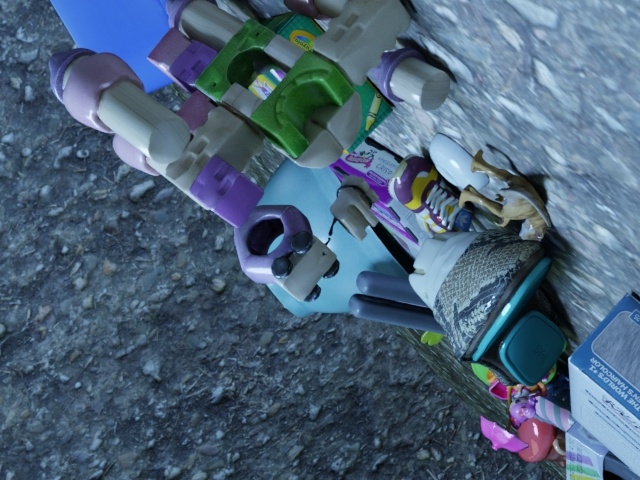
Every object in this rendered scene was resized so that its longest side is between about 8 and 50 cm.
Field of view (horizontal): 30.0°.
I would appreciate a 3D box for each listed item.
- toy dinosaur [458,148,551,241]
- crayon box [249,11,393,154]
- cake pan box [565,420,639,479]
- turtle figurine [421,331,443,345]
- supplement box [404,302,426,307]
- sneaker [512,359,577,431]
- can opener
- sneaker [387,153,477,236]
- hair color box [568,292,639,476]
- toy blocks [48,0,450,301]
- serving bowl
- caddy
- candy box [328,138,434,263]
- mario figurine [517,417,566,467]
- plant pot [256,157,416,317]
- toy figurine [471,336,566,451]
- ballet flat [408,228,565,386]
[{"bbox_3d":[0.201,-0.047,1.220,0.112,0.064,0.211,24,179,16],"label":"toy dinosaur"},{"bbox_3d":[-0.026,-0.201,1.525,0.165,0.081,0.278,45,175,-15],"label":"crayon box"},{"bbox_3d":[0.468,0.387,1.717,0.245,0.070,0.267,33,152,33],"label":"cake pan box"},{"bbox_3d":[0.196,0.121,2.427,0.269,0.087,0.217,54,-172,-28],"label":"turtle figurine"},{"bbox_3d":[0.117,0.022,2.097,0.220,0.111,0.114,45,175,-5],"label":"supplement box"},{"bbox_3d":[0.401,0.244,1.863,0.319,0.112,0.131,38,156,31],"label":"sneaker"},{"bbox_3d":[0.174,0.095,1.800,0.283,0.076,0.095,12,-162,-18],"label":"can opener"},{"bbox_3d":[0.153,-0.048,1.524,0.084,0.070,0.185,30,175,32],"label":"sneaker"},{"bbox_3d":[0.386,0.195,1.386,0.174,0.105,0.347,42,175,21],"label":"hair color box"},{"bbox_3d":[-0.079,-0.161,1.132,0.260,0.289,0.309,35,174,40],"label":"toy blocks"},{"bbox_3d":[0.154,-0.085,1.367,0.083,0.027,0.083,44,174,5],"label":"serving bowl"},{"bbox_3d":[-0.247,-0.343,1.540,0.341,0.179,0.241,60,-175,-14],"label":"caddy"},{"bbox_3d":[0.131,-0.035,1.723,0.233,0.071,0.159,48,174,-40],"label":"candy box"},{"bbox_3d":[0.483,0.345,2.061,0.320,0.170,0.198,34,140,-9],"label":"mario figurine"},{"bbox_3d":[0.000,0.000,1.891,0.293,0.196,0.293,53,-169,-14],"label":"plant pot"},{"bbox_3d":[0.295,0.233,1.764,0.130,0.159,0.173,28,135,-16],"label":"toy figurine"},{"bbox_3d":[0.205,0.076,1.529,0.182,0.164,0.483,37,176,21],"label":"ballet flat"}]
